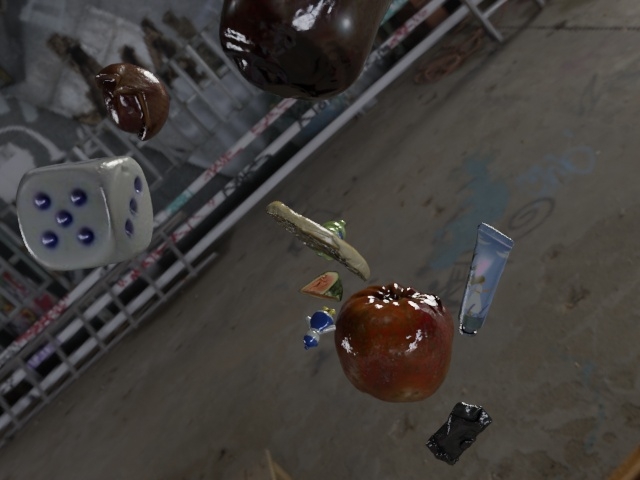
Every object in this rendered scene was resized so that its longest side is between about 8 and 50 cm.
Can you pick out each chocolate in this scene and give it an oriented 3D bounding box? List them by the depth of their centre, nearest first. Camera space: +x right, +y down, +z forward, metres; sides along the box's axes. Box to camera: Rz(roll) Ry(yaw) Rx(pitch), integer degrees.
[{"bbox_3d":[-0.032,-0.445,1.418,0.383,0.383,0.332,-1,78,61],"label":"chocolate"}]

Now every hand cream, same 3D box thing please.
[{"bbox_3d":[0.336,0.089,1.476,0.055,0.256,0.088,-15,38,-36],"label":"hand cream"}]

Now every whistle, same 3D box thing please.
[{"bbox_3d":[0.026,0.002,2.006,0.105,0.085,0.227,-45,6,15],"label":"whistle"}]

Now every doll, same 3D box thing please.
[{"bbox_3d":[-0.008,0.245,1.965,0.098,0.058,0.143,14,54,26],"label":"doll"}]

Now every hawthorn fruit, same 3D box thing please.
[{"bbox_3d":[0.236,0.342,2.265,0.402,0.403,0.403,-36,21,16],"label":"hawthorn fruit"}]

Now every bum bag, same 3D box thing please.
[{"bbox_3d":[0.312,0.445,1.618,0.198,0.087,0.049,-61,-10,31],"label":"bum bag"}]

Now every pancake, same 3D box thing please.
[{"bbox_3d":[-0.001,0.001,1.584,0.049,0.282,0.282,-57,22,-4],"label":"pancake"}]

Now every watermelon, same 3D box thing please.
[{"bbox_3d":[0.020,0.128,1.775,0.087,0.069,0.163,-38,14,-18],"label":"watermelon"}]

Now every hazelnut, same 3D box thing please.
[{"bbox_3d":[-0.479,-0.356,1.791,0.170,0.201,0.161,-59,4,47],"label":"hazelnut"}]

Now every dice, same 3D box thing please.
[{"bbox_3d":[-0.436,-0.054,1.329,0.193,0.192,0.193,-6,9,13],"label":"dice"}]
